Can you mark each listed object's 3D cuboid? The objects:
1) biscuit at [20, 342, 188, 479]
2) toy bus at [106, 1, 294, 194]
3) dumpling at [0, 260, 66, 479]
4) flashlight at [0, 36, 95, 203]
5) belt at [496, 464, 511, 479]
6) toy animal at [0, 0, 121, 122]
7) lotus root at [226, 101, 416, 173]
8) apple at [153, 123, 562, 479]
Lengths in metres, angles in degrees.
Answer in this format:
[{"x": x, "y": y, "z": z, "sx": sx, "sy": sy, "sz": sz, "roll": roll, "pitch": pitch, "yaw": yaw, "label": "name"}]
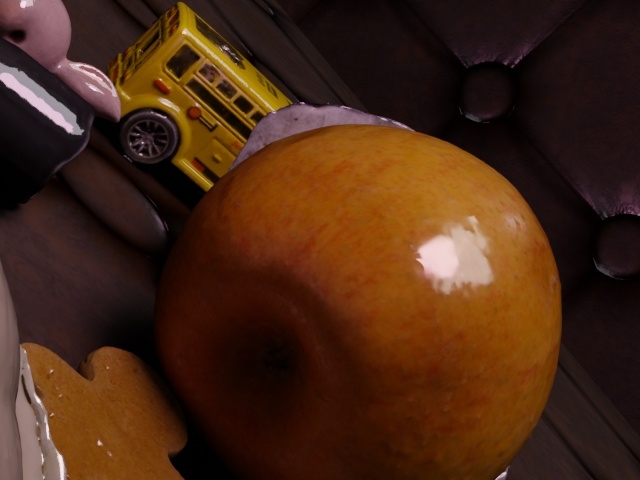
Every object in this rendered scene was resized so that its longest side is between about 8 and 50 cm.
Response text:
[{"x": -0.132, "y": 0.128, "z": 0.666, "sx": 0.158, "sy": 0.035, "sz": 0.240, "roll": 49, "pitch": 13, "yaw": -6, "label": "biscuit"}, {"x": -0.077, "y": -0.095, "z": 1.246, "sx": 0.330, "sy": 0.152, "sz": 0.144, "roll": 41, "pitch": 13, "yaw": -24, "label": "toy bus"}, {"x": -0.165, "y": 0.061, "z": 0.368, "sx": 0.315, "sy": 0.233, "sz": 0.395, "roll": 29, "pitch": 37, "yaw": -61, "label": "dumpling"}, {"x": -0.345, "y": -0.182, "z": 0.791, "sx": 0.424, "sy": 0.103, "sz": 0.103, "roll": 39, "pitch": 15, "yaw": -22, "label": "flashlight"}, {"x": 0.088, "y": 0.161, "z": 1.070, "sx": 0.124, "sy": 0.128, "sz": 0.201, "roll": 39, "pitch": 12, "yaw": -28, "label": "belt"}, {"x": -0.263, "y": -0.179, "z": 1.001, "sx": 0.212, "sy": 0.124, "sz": 0.124, "roll": 55, "pitch": 14, "yaw": 4, "label": "toy animal"}, {"x": 0.000, "y": 0.000, "z": 1.060, "sx": 0.272, "sy": 0.272, "sz": 0.192, "roll": 44, "pitch": -2, "yaw": -13, "label": "lotus root"}, {"x": 0.022, "y": 0.060, "z": 0.820, "sx": 0.299, "sy": 0.299, "sz": 0.275, "roll": 49, "pitch": 25, "yaw": 8, "label": "apple"}]
